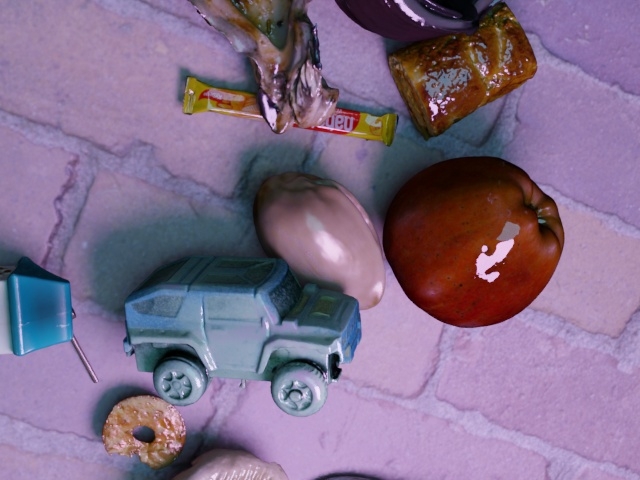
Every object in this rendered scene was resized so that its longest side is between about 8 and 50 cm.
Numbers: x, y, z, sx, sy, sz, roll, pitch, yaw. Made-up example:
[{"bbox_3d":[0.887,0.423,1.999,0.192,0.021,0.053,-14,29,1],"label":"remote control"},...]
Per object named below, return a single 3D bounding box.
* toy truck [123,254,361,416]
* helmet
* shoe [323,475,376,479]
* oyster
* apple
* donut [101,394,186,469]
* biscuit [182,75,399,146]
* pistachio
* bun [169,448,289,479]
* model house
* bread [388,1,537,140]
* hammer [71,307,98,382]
[{"bbox_3d":[-0.093,0.109,1.101,0.279,0.155,0.156,2,111,14],"label":"toy truck"},{"bbox_3d":[0.123,-0.372,1.121,0.225,0.177,0.305,52,57,-24],"label":"helmet"},{"bbox_3d":[0.091,0.412,1.284,0.251,0.103,0.100,12,139,-5],"label":"shoe"},{"bbox_3d":[-0.059,-0.297,1.093,0.198,0.133,0.337,-21,101,11],"label":"oyster"},{"bbox_3d":[0.202,0.004,1.176,0.234,0.234,0.234,-2,99,-16],"label":"apple"},{"bbox_3d":[-0.230,0.246,1.186,0.108,0.043,0.097,30,90,-17],"label":"donut"},{"bbox_3d":[-0.036,-0.168,1.187,0.292,0.026,0.048,7,89,-17],"label":"biscuit"},{"bbox_3d":[0.000,0.000,1.170,0.144,0.144,0.215,-41,111,-7],"label":"pistachio"},{"bbox_3d":[-0.134,0.360,1.191,0.178,0.128,0.193,43,74,-18],"label":"bun"},{"bbox_3d":[-0.373,0.078,1.075,0.149,0.127,0.100,-2,99,-13],"label":"model house"},{"bbox_3d":[0.191,-0.228,1.201,0.172,0.103,0.132,-29,102,-7],"label":"bread"},{"bbox_3d":[-0.314,0.137,1.161,0.036,0.019,0.110,-27,110,-10],"label":"hammer"}]
